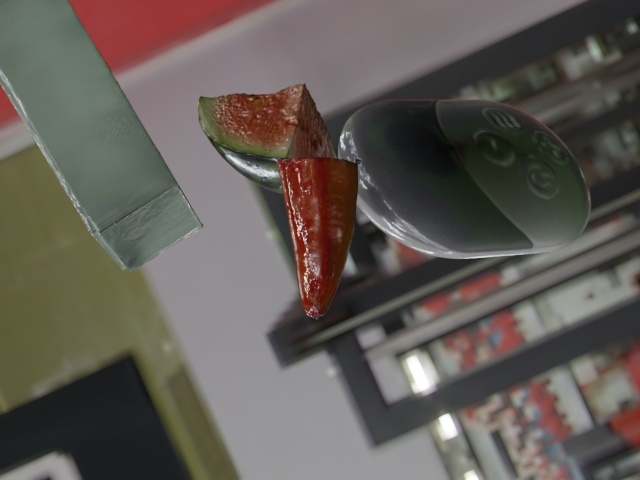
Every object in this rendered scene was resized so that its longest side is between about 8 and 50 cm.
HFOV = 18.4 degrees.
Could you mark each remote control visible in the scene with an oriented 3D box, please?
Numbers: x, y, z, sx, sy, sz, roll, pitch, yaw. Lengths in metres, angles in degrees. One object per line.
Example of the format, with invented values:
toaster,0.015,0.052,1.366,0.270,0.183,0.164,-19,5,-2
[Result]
remote control,0.166,-0.072,2.228,0.332,0.103,0.221,-5,-129,-35

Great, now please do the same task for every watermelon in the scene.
watermelon,-0.070,-0.111,2.329,0.193,0.145,0.137,10,-105,-71

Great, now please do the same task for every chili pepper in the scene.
chili pepper,-0.003,-0.001,2.030,0.065,0.088,0.169,129,142,-70

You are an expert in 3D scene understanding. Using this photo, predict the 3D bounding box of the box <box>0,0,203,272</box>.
box,-0.197,-0.097,1.664,0.225,0.086,0.129,57,177,17
